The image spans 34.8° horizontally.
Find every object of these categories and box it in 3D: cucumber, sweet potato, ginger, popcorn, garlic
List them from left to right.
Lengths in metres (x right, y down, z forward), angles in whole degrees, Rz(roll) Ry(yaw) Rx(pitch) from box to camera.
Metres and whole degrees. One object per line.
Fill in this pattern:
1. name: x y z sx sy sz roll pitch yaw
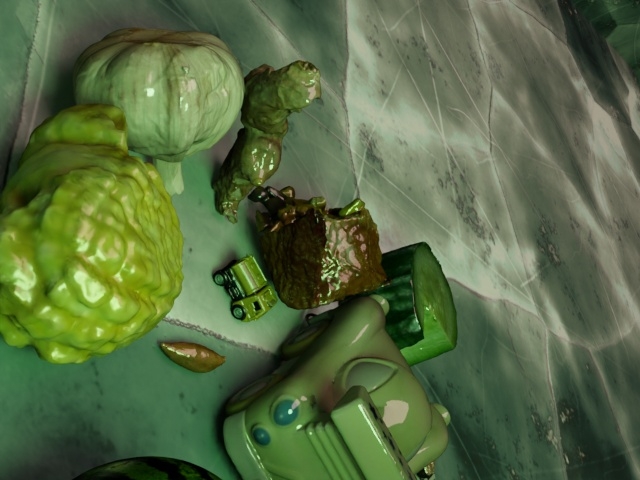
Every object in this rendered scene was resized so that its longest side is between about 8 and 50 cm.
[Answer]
1. popcorn: -0.237 0.007 1.069 0.286 0.173 0.225 -89 156 -52
2. garlic: -0.195 -0.147 1.250 0.218 0.218 0.212 -47 143 -57
3. sweet potato: -0.154 0.139 1.222 0.095 0.034 0.034 21 51 -35
4. ginger: -0.081 -0.135 1.303 0.084 0.290 0.122 17 54 -15
5. cucumber: 0.126 0.100 1.588 0.191 0.130 0.191 34 47 -48

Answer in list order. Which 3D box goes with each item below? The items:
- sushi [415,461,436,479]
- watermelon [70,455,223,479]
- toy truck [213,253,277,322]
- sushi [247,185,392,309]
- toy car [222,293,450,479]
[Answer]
1. sushi: 0.146 0.323 1.544 0.126 0.026 0.120 25 50 -46
2. watermelon: -0.157 0.326 0.884 0.269 0.269 0.269 35 42 -39
3. toy truck: -0.095 0.064 1.339 0.083 0.054 0.049 62 31 -6
4. sushi: -0.001 0.000 1.403 0.296 0.166 0.179 -13 93 -64
5. toy car: 0.056 0.220 1.291 0.242 0.226 0.336 60 33 -7
